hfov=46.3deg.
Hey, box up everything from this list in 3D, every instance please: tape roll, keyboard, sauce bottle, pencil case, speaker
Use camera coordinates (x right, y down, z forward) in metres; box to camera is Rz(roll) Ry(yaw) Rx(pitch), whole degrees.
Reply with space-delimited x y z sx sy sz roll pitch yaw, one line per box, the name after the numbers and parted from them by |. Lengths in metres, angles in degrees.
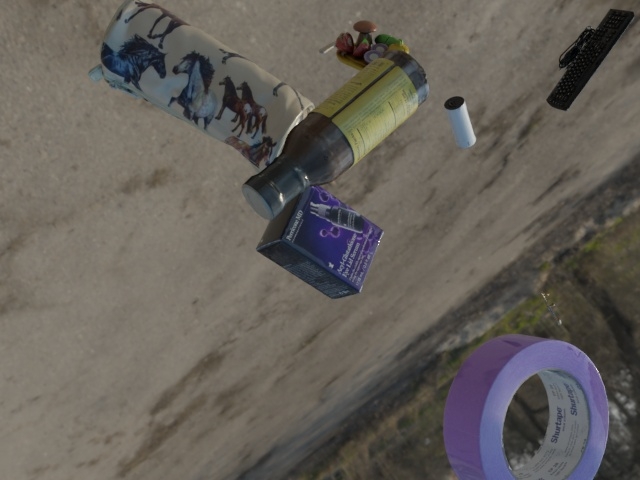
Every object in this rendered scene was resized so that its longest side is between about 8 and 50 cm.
0.331 0.290 1.191 0.274 0.275 0.090 -29 -166 -25 | tape roll
0.443 -0.314 1.274 0.192 0.038 0.100 -55 -160 8 | keyboard
0.022 -0.164 1.167 0.344 0.111 0.111 -40 163 -20 | sauce bottle
-0.205 -0.268 1.366 0.184 0.410 0.160 -58 177 0 | pencil case
0.361 -0.305 1.933 0.055 0.055 0.136 -36 132 -7 | speaker

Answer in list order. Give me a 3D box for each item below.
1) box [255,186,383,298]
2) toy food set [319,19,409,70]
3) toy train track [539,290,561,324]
0.000 0.000 1.504 0.108 0.207 0.153 -21 -138 56 | box
0.102 -0.415 1.578 0.128 0.217 0.071 -32 139 -38 | toy food set
0.444 0.127 1.434 0.014 0.083 0.048 -27 131 10 | toy train track
